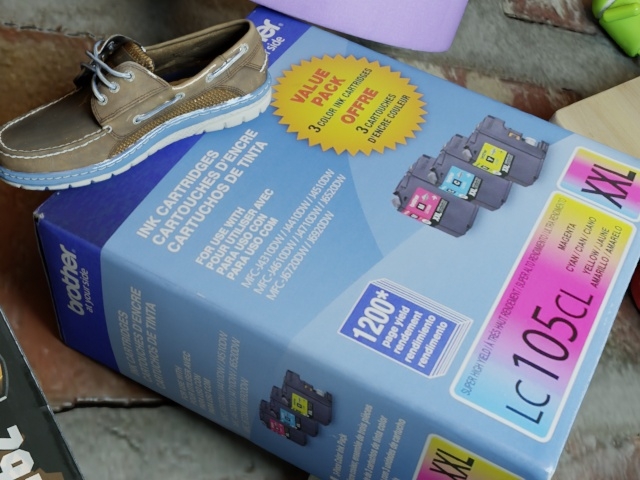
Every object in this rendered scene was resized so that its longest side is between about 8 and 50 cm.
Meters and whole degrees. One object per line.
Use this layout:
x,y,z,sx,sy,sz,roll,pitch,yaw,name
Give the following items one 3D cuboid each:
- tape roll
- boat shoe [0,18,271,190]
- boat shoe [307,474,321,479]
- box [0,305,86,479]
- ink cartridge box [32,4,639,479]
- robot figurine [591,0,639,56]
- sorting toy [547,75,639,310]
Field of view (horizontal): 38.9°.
-0.002,-0.252,0.777,0.275,0.090,0.275,17,22,-7,tape roll
-0.117,-0.091,0.554,0.183,0.066,0.066,-26,50,-23,boat shoe
0.094,0.212,0.641,0.227,0.079,0.081,35,33,0,boat shoe
-0.238,0.209,0.478,0.257,0.079,0.322,-21,71,-35,box
0.000,0.000,0.629,0.395,0.151,0.270,24,51,15,ink cartridge box
0.363,-0.261,1.052,0.101,0.067,0.115,-24,72,-45,robot figurine
0.361,-0.036,0.899,0.255,0.089,0.257,-24,73,-34,sorting toy
